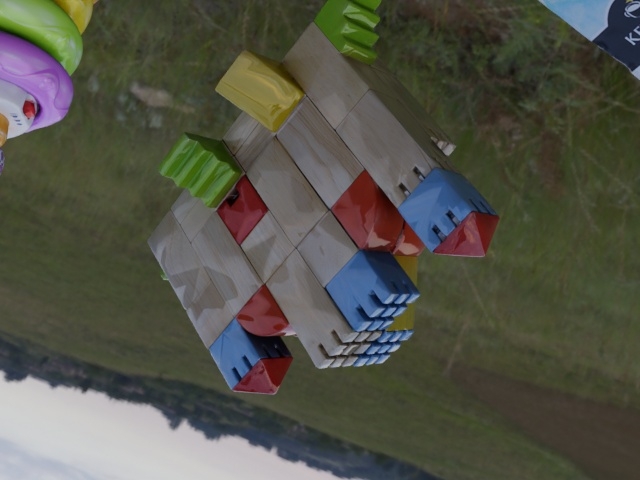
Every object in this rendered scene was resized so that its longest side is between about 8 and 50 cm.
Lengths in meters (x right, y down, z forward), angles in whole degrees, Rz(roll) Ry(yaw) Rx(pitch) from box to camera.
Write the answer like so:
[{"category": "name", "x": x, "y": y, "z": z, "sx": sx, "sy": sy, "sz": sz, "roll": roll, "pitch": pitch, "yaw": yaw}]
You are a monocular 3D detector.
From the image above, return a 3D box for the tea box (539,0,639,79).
[{"category": "tea box", "x": 0.253, "y": -0.317, "z": 0.516, "sx": 0.323, "sy": 0.329, "sz": 0.220, "roll": 35, "pitch": 147, "yaw": -4}]

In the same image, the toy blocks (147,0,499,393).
[{"category": "toy blocks", "x": 0.000, "y": 0.000, "z": 0.720, "sx": 0.190, "sy": 0.381, "sz": 0.261, "roll": 6, "pitch": -138, "yaw": -52}]

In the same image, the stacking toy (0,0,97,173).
[{"category": "stacking toy", "x": -0.202, "y": -0.124, "z": 0.457, "sx": 0.165, "sy": 0.302, "sz": 0.175, "roll": 3, "pitch": 162, "yaw": -10}]
